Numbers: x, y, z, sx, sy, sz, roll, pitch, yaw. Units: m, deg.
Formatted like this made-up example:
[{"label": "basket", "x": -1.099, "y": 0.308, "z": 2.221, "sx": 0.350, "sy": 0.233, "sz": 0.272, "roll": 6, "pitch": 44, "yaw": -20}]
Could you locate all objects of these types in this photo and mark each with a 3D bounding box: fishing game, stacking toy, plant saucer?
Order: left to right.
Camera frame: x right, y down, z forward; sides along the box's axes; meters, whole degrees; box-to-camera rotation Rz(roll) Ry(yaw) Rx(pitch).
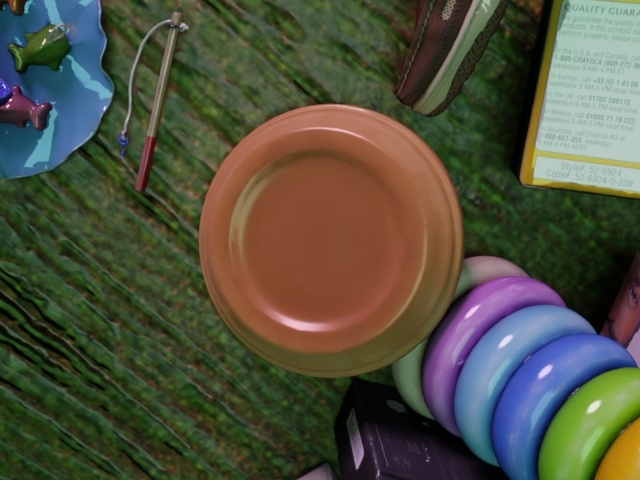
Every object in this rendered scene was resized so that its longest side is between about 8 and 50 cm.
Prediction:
[{"label": "fishing game", "x": -0.235, "y": -0.132, "z": 0.448, "sx": 0.264, "sy": 0.041, "sz": 0.189, "roll": 16, "pitch": 106, "yaw": -9}, {"label": "plant saucer", "x": 0.000, "y": 0.000, "z": 0.461, "sx": 0.200, "sy": 0.037, "sz": 0.199, "roll": 0, "pitch": 89, "yaw": 17}, {"label": "stacking toy", "x": 0.182, "y": 0.126, "z": 0.390, "sx": 0.141, "sy": 0.330, "sz": 0.141, "roll": -10, "pitch": 113, "yaw": -24}]

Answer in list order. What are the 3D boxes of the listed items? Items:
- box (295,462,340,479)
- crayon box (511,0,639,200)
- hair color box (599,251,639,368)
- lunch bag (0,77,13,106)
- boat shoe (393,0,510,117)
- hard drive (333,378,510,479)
[{"label": "box", "x": 0.016, "y": 0.337, "z": 0.537, "sx": 0.127, "sy": 0.148, "sz": 0.232, "roll": -31, "pitch": 104, "yaw": 5}, {"label": "crayon box", "x": 0.260, "y": -0.185, "z": 0.427, "sx": 0.203, "sy": 0.083, "sz": 0.322, "roll": 9, "pitch": 105, "yaw": 10}, {"label": "hair color box", "x": 0.249, "y": 0.104, "z": 0.497, "sx": 0.054, "sy": 0.093, "sz": 0.167, "roll": 10, "pitch": 121, "yaw": 2}, {"label": "lunch bag", "x": -0.431, "y": -0.155, "z": 0.327, "sx": 0.328, "sy": 0.239, "sz": 0.385, "roll": -32, "pitch": 87, "yaw": 7}, {"label": "boat shoe", "x": 0.090, "y": -0.205, "z": 0.409, "sx": 0.095, "sy": 0.095, "sz": 0.257, "roll": 23, "pitch": 124, "yaw": 0}, {"label": "hard drive", "x": 0.183, "y": 0.225, "z": 0.476, "sx": 0.339, "sy": 0.237, "sz": 0.064, "roll": 18, "pitch": 103, "yaw": -10}]
